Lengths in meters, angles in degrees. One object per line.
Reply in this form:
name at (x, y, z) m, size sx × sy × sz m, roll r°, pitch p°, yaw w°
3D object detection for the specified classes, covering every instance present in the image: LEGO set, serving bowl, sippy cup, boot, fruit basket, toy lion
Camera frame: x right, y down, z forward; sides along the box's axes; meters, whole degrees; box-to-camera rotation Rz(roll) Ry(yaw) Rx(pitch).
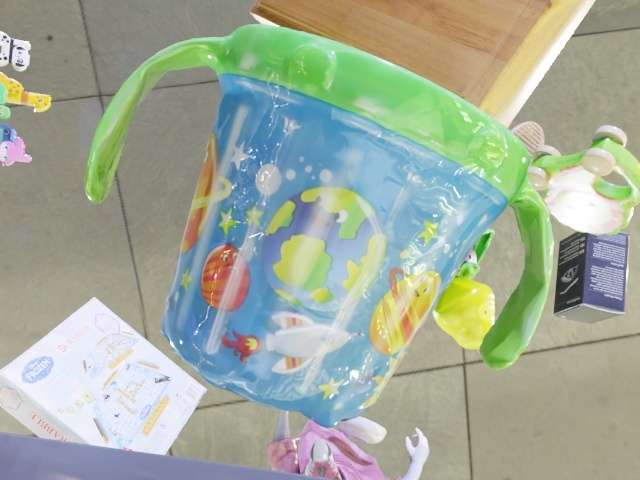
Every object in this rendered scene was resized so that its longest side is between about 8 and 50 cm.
LEGO set at (-0.512, -0.226, 1.082) m, size 0.093 × 0.087 × 0.227 m, roll 5°, pitch 86°, yaw -25°
serving bowl at (0.063, 0.306, 1.015) m, size 0.083 × 0.083 × 0.027 m, roll 28°, pitch 63°, yaw -13°
sippy cup at (0.000, 0.000, 0.466) m, size 0.305 × 0.240 × 0.224 m, roll 24°, pitch 93°, yaw 27°
boot at (0.334, -0.135, 1.317) m, size 0.090 × 0.207 × 0.248 m, roll 43°, pitch 72°, yaw -12°
fruit basket at (0.378, 0.118, 1.783) m, size 0.391 × 0.392 × 0.283 m, roll 18°, pitch 114°, yaw -11°
toy lion at (0.221, -0.040, 0.517) m, size 0.096 × 0.100 × 0.034 m, roll 40°, pitch 68°, yaw -16°

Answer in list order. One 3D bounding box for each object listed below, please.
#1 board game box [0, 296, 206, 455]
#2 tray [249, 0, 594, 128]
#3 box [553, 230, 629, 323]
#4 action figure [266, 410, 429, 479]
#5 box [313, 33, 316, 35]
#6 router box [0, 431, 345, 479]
board game box at (-0.412, 0.292, 1.229) m, size 0.318 × 0.319 × 0.066 m, roll 41°, pitch 111°, yaw -4°
tray at (0.094, -0.289, 0.745) m, size 0.076 × 0.411 × 0.203 m, roll 27°, pitch 99°, yaw -48°
box at (0.663, 0.086, 1.556) m, size 0.108 × 0.153 × 0.207 m, roll 12°, pitch 74°, yaw -3°
action figure at (0.001, 0.364, 0.914) m, size 0.248 × 0.370 × 0.276 m, roll 20°, pitch 78°, yaw 13°
box at (0.013, -0.128, 0.722) m, size 0.109 × 0.042 × 0.178 m, roll -41°, pitch 118°, yaw 8°
router box at (-0.083, 0.230, 0.492) m, size 0.308 × 0.243 × 0.081 m, roll 2°, pitch 61°, yaw 15°
